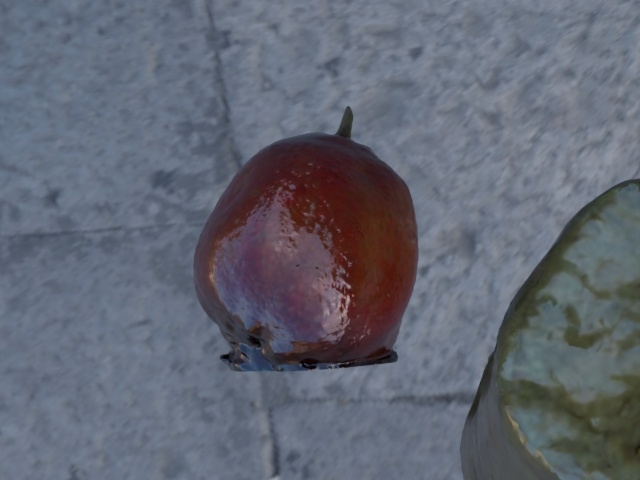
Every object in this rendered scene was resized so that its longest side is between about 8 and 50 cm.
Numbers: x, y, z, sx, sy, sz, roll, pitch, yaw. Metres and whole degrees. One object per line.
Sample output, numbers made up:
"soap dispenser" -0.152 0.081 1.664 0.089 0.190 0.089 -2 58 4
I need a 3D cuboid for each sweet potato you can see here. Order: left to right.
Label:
"sweet potato" 0.132 0.073 0.564 0.157 0.370 0.158 0 72 0

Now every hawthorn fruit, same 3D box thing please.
"hawthorn fruit" 0.000 0.000 1.222 0.189 0.189 0.251 17 75 14
